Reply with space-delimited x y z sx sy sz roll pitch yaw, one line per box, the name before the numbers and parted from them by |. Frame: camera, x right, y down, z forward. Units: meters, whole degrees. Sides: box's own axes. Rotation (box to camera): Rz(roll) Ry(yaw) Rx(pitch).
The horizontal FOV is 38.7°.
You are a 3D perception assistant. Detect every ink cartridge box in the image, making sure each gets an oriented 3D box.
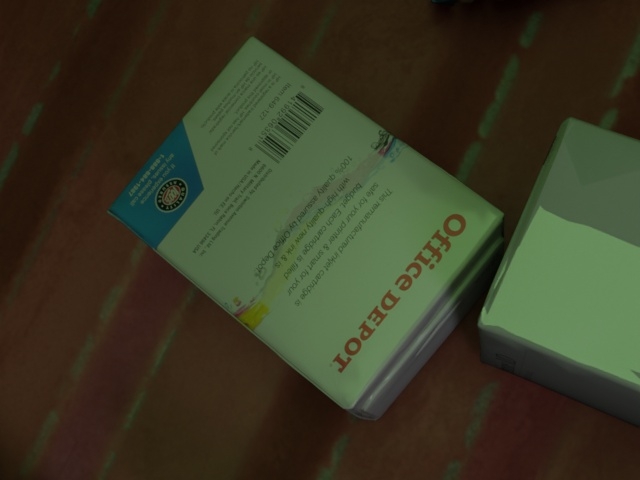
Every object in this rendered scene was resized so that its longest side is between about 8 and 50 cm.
ink cartridge box | 0.000 0.000 0.702 0.233 0.168 0.171 39 87 17

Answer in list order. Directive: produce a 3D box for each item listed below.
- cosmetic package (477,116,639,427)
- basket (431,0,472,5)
cosmetic package | 0.307 0.077 0.602 0.385 0.217 0.156 20 81 17
basket | 0.110 -0.313 0.716 0.289 0.255 0.201 9 71 3
